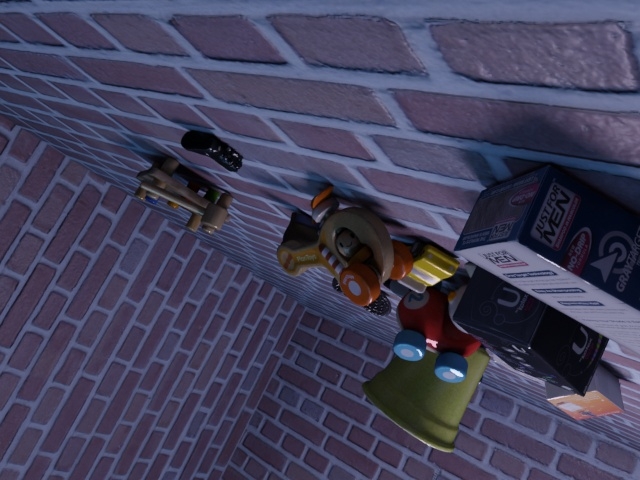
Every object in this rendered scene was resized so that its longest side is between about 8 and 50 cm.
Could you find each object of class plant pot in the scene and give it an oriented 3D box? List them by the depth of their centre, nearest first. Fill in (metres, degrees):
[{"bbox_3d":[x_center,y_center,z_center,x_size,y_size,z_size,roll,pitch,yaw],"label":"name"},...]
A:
[{"bbox_3d":[0.288,0.345,1.576,0.276,0.254,0.276,33,-176,-2],"label":"plant pot"}]

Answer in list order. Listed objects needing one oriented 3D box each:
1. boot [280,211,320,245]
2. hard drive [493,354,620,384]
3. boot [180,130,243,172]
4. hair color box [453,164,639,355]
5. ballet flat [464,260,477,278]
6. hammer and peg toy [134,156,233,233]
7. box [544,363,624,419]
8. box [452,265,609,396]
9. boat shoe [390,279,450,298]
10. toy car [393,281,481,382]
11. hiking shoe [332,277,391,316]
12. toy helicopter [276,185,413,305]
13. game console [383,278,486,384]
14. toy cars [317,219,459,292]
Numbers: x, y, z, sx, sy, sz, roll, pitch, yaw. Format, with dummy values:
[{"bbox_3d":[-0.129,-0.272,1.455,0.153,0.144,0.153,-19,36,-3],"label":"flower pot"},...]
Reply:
[{"bbox_3d":[0.000,0.000,1.583,0.219,0.106,0.082,14,176,-39],"label":"boot"},{"bbox_3d":[0.672,0.383,1.810,0.339,0.064,0.237,24,169,21],"label":"hard drive"},{"bbox_3d":[-0.229,-0.188,1.322,0.121,0.045,0.099,17,169,41],"label":"boot"},{"bbox_3d":[0.367,0.045,0.790,0.347,0.105,0.174,28,169,-8],"label":"hair color box"},{"bbox_3d":[0.368,0.116,1.238,0.213,0.068,0.072,30,169,-14],"label":"ballet flat"},{"bbox_3d":[-0.382,-0.130,1.754,0.266,0.127,0.361,34,168,-23],"label":"hammer and peg toy"},{"bbox_3d":[0.666,0.377,1.573,0.130,0.091,0.170,-26,134,37],"label":"box"},{"bbox_3d":[0.364,0.128,1.032,0.143,0.165,0.270,17,166,46],"label":"box"},{"bbox_3d":[0.281,0.153,1.633,0.219,0.078,0.070,28,169,47],"label":"boat shoe"},{"bbox_3d":[0.305,0.153,1.375,0.210,0.219,0.238,29,141,-7],"label":"toy car"},{"bbox_3d":[0.145,0.180,2.136,0.227,0.086,0.114,33,-177,-1],"label":"hiking shoe"},{"bbox_3d":[0.010,0.009,1.308,0.355,0.140,0.235,-12,107,52],"label":"toy helicopter"},{"bbox_3d":[0.316,0.257,1.773,0.293,0.173,0.250,14,164,48],"label":"game console"},{"bbox_3d":[0.127,0.033,1.382,0.393,0.087,0.176,20,167,34],"label":"toy cars"}]
